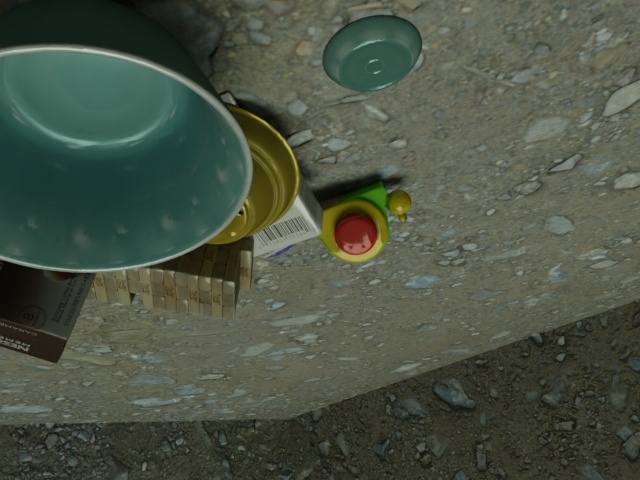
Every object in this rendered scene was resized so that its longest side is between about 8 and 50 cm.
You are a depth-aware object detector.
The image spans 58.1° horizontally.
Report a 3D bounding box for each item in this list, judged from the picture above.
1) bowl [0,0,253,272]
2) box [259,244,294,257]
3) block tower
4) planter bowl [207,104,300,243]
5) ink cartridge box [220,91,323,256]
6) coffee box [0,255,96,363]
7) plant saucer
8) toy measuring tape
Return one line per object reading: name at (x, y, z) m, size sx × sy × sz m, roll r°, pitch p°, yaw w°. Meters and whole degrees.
bowl at (-0.234, -0.117, 0.588) m, size 0.312 × 0.163 × 0.311 m, roll -10°, pitch 147°, yaw -6°
box at (-0.113, -0.003, 1.061) m, size 0.081 × 0.028 × 0.136 m, roll -27°, pitch 152°, yaw 34°
block tower at (-0.271, 0.036, 0.848) m, size 0.336 × 0.097 × 0.091 m, roll 7°, pitch 133°, yaw -4°
planter bowl at (-0.138, -0.061, 0.752) m, size 0.217 × 0.090 × 0.217 m, roll 1°, pitch 131°, yaw 2°
ink cartridge box at (-0.183, -0.071, 0.850) m, size 0.296 × 0.066 × 0.261 m, roll -18°, pitch 128°, yaw 19°
coffee box at (-0.338, 0.003, 0.705) m, size 0.141 × 0.246 × 0.098 m, roll 24°, pitch 144°, yaw -19°
plant saucer at (0.063, -0.211, 0.680) m, size 0.119 × 0.021 × 0.119 m, roll -7°, pitch 154°, yaw -3°
toy measuring tape at (0.000, 0.000, 0.972) m, size 0.330 × 0.121 × 0.121 m, roll -21°, pitch 153°, yaw 9°
